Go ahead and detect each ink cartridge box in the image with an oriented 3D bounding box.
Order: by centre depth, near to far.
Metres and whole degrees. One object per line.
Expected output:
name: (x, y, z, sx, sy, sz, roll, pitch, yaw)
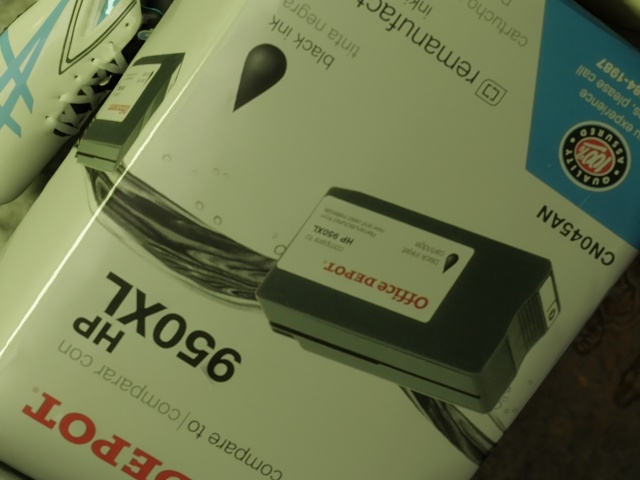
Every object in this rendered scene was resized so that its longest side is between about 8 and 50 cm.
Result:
ink cartridge box: (0.000, 0.000, 1.024, 0.285, 0.166, 0.395, 33, 96, -18)

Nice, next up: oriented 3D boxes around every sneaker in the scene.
sneaker: (-0.145, -0.120, 1.071, 0.086, 0.085, 0.237, 34, 95, 20)

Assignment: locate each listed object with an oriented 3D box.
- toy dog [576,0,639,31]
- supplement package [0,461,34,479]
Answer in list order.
toy dog: (0.209, -0.346, 0.956, 0.395, 0.284, 0.408, 33, 94, -5)
supplement package: (-0.221, 0.192, 0.989, 0.262, 0.204, 0.145, 33, 79, -21)
